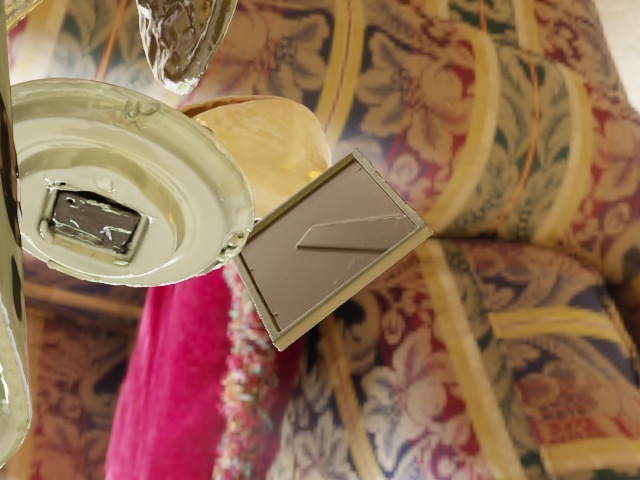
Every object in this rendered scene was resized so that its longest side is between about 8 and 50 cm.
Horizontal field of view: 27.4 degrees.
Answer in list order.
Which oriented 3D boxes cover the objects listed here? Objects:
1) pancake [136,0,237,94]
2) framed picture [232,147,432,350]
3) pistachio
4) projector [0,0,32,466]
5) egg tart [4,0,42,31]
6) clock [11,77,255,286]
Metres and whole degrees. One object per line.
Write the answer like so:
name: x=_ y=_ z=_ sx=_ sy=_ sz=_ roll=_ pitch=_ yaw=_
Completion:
pancake: x=-0.126 y=-0.256 z=1.214 sx=0.050 sy=0.242 sz=0.242 roll=0 pitch=145 yaw=-28
framed picture: x=0.000 y=0.000 z=1.321 sx=0.184 sy=0.250 sz=0.016 roll=-38 pitch=116 yaw=1
pistachio: x=-0.123 y=-0.126 z=1.986 sx=0.318 sy=0.193 sz=0.214 roll=7 pitch=115 yaw=-43
projector: x=-0.238 y=-0.061 z=0.440 sx=0.248 sy=0.249 sz=0.248 roll=-8 pitch=143 yaw=-7
egg tart: x=-0.241 y=-0.214 z=0.756 sx=0.234 sy=0.234 sz=0.094 roll=5 pitch=158 yaw=0
clock: x=-0.170 y=-0.028 z=1.024 sx=0.236 sy=0.053 sz=0.236 roll=10 pitch=143 yaw=8
